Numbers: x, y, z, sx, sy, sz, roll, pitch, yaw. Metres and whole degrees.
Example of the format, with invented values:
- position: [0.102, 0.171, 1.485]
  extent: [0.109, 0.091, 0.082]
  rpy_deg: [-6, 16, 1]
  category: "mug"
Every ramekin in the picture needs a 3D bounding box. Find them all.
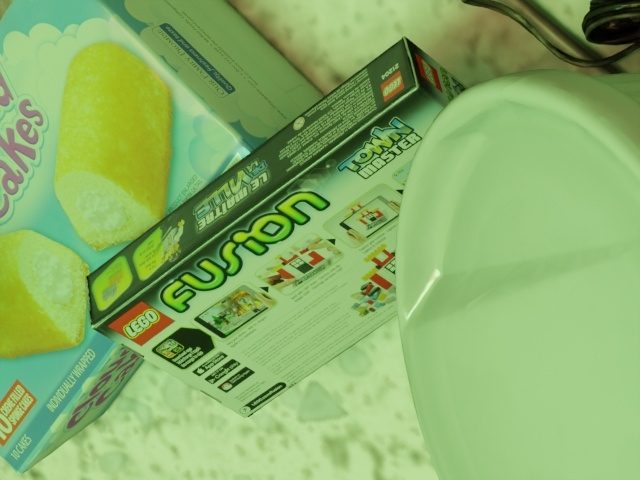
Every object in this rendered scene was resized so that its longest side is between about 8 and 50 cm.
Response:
- position: [0.151, 0.051, 0.793]
  extent: [0.273, 0.127, 0.273]
  rpy_deg: [44, 143, 48]
  category: "ramekin"

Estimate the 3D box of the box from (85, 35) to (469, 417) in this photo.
- position: [0.000, 0.000, 0.909]
  extent: [0.207, 0.036, 0.114]
  rpy_deg: [-35, 132, 23]
  category: "box"

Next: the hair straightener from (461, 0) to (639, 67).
- position: [0.166, -0.110, 0.825]
  extent: [0.230, 0.047, 0.089]
  rpy_deg: [-5, 106, 32]
  category: "hair straightener"

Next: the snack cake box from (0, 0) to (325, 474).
- position: [-0.129, -0.020, 1.008]
  extent: [0.152, 0.089, 0.264]
  rpy_deg: [44, 124, 8]
  category: "snack cake box"
